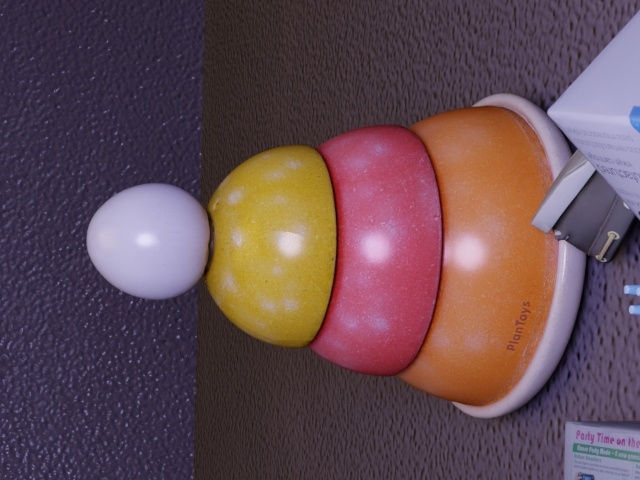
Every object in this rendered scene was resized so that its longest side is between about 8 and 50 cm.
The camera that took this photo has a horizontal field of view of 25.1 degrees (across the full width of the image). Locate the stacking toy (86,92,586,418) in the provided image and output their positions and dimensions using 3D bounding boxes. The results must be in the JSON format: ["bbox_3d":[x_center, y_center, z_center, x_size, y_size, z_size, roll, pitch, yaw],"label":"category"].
[{"bbox_3d":[0.000,0.000,1.483,0.350,0.480,0.350,-175,90,-70],"label":"stacking toy"}]

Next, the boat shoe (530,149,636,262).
[{"bbox_3d":[0.295,-0.087,1.265,0.109,0.091,0.305,-53,-2,-40],"label":"boat shoe"}]

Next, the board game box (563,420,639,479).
[{"bbox_3d":[0.290,0.307,1.183,0.224,0.097,0.303,174,99,-69],"label":"board game box"}]

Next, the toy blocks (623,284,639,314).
[{"bbox_3d":[0.304,0.015,1.131,0.054,0.148,0.123,136,135,-61],"label":"toy blocks"}]

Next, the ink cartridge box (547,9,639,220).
[{"bbox_3d":[0.315,-0.007,0.858,0.129,0.307,0.223,-47,19,-8],"label":"ink cartridge box"}]
